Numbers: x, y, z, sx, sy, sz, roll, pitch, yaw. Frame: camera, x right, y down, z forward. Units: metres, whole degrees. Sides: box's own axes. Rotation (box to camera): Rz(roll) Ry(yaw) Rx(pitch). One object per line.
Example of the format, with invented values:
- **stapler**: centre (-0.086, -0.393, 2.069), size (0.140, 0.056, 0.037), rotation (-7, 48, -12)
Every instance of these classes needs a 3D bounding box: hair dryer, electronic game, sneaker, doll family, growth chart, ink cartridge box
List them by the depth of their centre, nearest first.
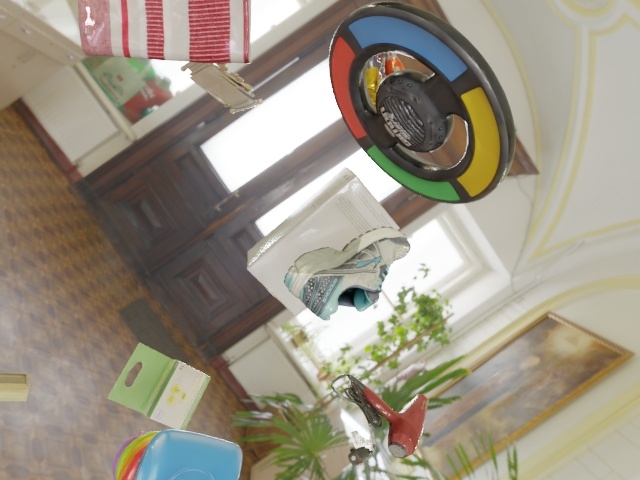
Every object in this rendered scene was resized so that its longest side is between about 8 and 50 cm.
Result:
- **electronic game**: centre (0.094, -0.131, 0.504), size (0.229, 0.048, 0.229), rotation (41, -19, 18)
- **sneaker**: centre (0.074, 0.068, 0.892), size (0.122, 0.283, 0.110), rotation (52, -39, 24)
- **doll family**: centre (0.113, -0.319, 1.026), size (0.263, 0.118, 0.163), rotation (-55, 137, -81)
- **hair dryer**: centre (0.177, 0.443, 1.256), size (0.293, 0.080, 0.224), rotation (8, 58, -34)
- **growth chart**: centre (-0.271, -0.434, 1.363), size (0.172, 0.021, 0.237), rotation (0, -22, 37)
- **ink cartridge box**: centre (-0.448, 0.417, 1.380), size (0.056, 0.171, 0.235), rotation (0, -33, 47)

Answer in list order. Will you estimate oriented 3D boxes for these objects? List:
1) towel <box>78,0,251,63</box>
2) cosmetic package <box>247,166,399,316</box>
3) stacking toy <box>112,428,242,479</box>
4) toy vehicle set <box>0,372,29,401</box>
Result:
- **towel**: centre (-0.290, -0.454, 0.891), size (0.037, 0.328, 0.237), rotation (-74, 168, -69)
- **cosmetic package**: centre (0.000, 0.000, 1.302), size (0.197, 0.365, 0.155), rotation (49, 5, -19)
- **stacking toy**: centre (-0.279, 0.380, 0.815), size (0.165, 0.175, 0.301), rotation (27, -19, -31)
- **toy vehicle set**: centre (-0.759, 0.300, 1.014), size (0.266, 0.035, 0.166), rotation (11, -12, -29)
